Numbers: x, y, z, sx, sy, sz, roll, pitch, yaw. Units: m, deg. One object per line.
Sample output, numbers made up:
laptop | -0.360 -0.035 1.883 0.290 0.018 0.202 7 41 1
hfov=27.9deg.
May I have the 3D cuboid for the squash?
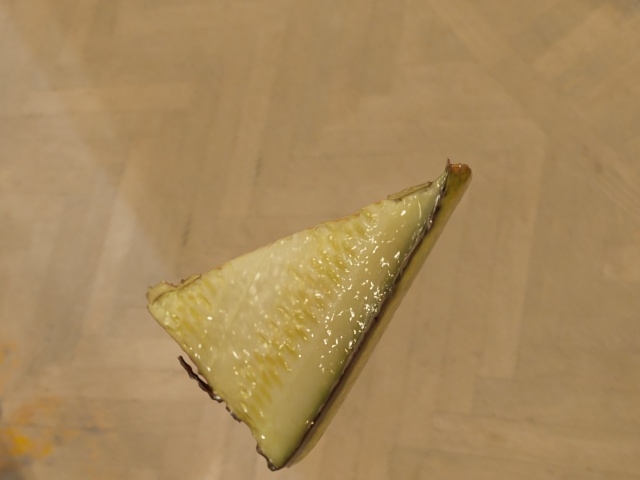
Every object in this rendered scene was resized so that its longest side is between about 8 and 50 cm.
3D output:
squash | 0.000 0.000 0.829 0.169 0.093 0.252 45 125 27
